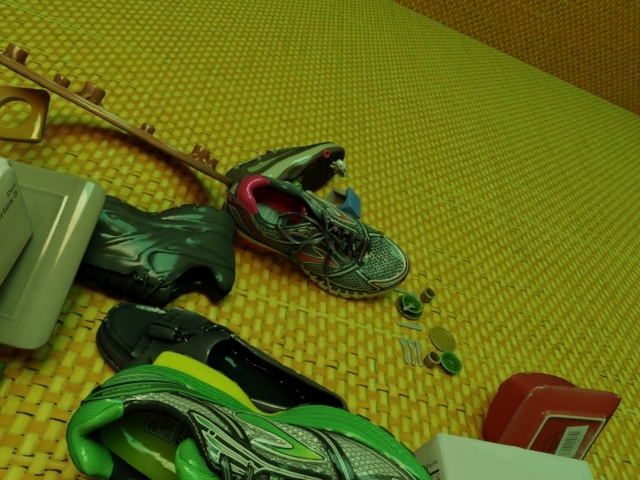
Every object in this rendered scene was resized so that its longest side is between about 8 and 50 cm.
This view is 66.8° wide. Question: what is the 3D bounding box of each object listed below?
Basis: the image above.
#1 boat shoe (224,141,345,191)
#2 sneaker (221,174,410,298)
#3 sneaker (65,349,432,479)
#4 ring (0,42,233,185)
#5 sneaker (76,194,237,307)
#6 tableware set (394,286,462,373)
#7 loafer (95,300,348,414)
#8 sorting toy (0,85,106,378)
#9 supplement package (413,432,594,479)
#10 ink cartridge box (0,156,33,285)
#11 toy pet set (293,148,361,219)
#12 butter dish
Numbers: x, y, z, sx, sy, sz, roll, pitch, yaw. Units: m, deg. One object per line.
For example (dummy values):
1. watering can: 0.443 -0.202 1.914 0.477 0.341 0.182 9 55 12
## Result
1. boat shoe: -0.060 -0.134 0.860 0.095 0.095 0.257 39 41 20
2. sneaker: 0.000 0.000 0.711 0.299 0.112 0.121 21 72 -14
3. sneaker: -0.056 0.214 0.420 0.343 0.134 0.146 17 5 5
4. ring: -0.266 -0.165 0.658 0.336 0.032 0.336 28 -1 0
5. sneaker: -0.235 0.021 0.597 0.286 0.109 0.130 0 58 -25
6. tableware set: 0.173 0.136 0.770 0.103 0.024 0.154 17 42 -15
7. loafer: -0.106 0.141 0.548 0.302 0.095 0.109 29 40 -1
8. sorting toy: -0.344 0.002 0.503 0.195 0.047 0.348 15 73 -4
9. supplement package: 0.175 0.331 0.476 0.194 0.149 0.203 16 42 -15
10. ink cartridge box: -0.410 0.003 0.370 0.272 0.115 0.199 15 53 -8
11. toy pet set: 0.017 -0.072 0.831 0.065 0.122 0.114 31 -10 45
12. butter dish: 0.288 0.237 0.663 0.159 0.160 0.118 12 20 -19
